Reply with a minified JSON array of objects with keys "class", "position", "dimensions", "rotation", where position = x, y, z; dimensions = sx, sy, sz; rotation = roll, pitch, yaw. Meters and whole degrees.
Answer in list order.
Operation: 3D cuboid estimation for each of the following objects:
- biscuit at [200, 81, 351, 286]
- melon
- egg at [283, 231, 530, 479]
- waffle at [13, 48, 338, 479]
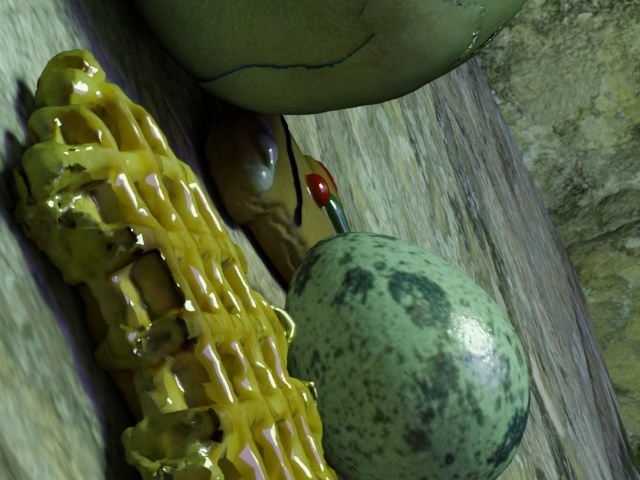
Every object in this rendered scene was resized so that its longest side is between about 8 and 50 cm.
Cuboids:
[{"class":"biscuit","position":[0.000,0.000,1.283],"dimensions":[0.197,0.049,0.301],"rotation":[-96,162,-49]},{"class":"melon","position":[0.007,-0.209,1.133],"dimensions":[0.268,0.269,0.330],"rotation":[65,25,-14]},{"class":"egg","position":[0.045,0.071,1.128],"dimensions":[0.172,0.132,0.132],"rotation":[58,8,16]},{"class":"waffle","position":[-0.056,0.052,0.883],"dimensions":[0.291,0.051,0.291],"rotation":[-24,90,-82]}]
